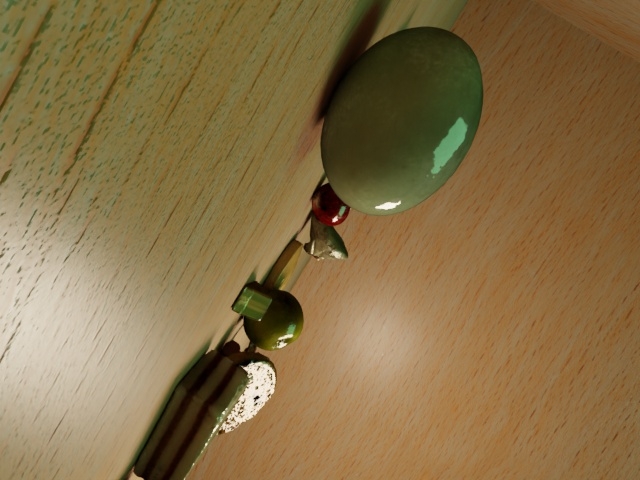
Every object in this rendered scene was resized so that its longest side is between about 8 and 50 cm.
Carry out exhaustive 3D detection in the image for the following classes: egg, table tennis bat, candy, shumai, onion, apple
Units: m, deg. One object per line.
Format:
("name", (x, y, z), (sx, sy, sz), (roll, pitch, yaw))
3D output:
("egg", (0.138, -0.202, 0.946), (0.258, 0.258, 0.352), (-54, 170, -54))
("table tennis bat", (-0.331, 0.429, 1.711), (0.268, 0.051, 0.415), (-59, 180, -42))
("candy", (-0.317, 0.451, 1.319), (0.321, 0.135, 0.179), (-60, 175, 19))
("shumai", (0.000, 0.000, 1.786), (0.120, 0.201, 0.201), (-34, -178, 12))
("onion", (0.035, -0.107, 1.549), (0.131, 0.131, 0.131), (-58, 177, -5))
("apple", (-0.142, 0.249, 1.649), (0.196, 0.157, 0.196), (-19, 151, -11))

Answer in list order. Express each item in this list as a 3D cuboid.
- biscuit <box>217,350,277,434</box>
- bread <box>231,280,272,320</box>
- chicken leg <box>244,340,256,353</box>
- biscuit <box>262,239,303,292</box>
("biscuit", (-0.261, 0.446, 1.575), (0.296, 0.075, 0.296), (-20, 131, -25))
("bread", (-0.191, 0.139, 1.365), (0.074, 0.084, 0.139), (-59, -152, 3))
("chicken leg", (-0.240, 0.391, 1.749), (0.113, 0.093, 0.304), (102, 7, -52))
("biscuit", (-0.135, 0.126, 1.794), (0.275, 0.052, 0.355), (-57, 177, -33))
